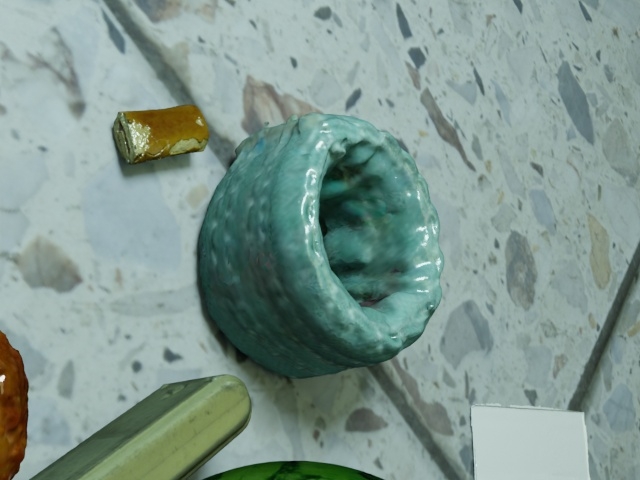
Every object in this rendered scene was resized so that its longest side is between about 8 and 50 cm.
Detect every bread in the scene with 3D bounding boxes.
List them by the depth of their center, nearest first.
[{"bbox_3d":[-0.136,-0.091,0.873,0.083,0.036,0.047,-15,76,-45],"label":"bread"}]

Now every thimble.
[{"bbox_3d":[0.000,0.000,0.908,0.198,0.143,0.235,-16,88,-47],"label":"thimble"}]

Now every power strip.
[{"bbox_3d":[-0.192,0.205,0.690,0.387,0.092,0.066,-33,100,-45],"label":"power strip"}]

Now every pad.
[{"bbox_3d":[0.249,0.268,1.177,0.232,0.004,0.156,11,70,-43],"label":"pad"}]

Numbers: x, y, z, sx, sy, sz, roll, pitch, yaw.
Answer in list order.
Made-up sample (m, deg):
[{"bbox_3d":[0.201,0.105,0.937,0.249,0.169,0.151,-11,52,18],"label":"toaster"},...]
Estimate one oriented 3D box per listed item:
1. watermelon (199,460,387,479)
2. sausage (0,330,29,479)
[{"bbox_3d":[-0.026,0.313,0.645,0.363,0.363,0.363,15,68,-42],"label":"watermelon"},{"bbox_3d":[-0.293,0.123,0.569,0.268,0.153,0.141,-20,98,-45],"label":"sausage"}]
